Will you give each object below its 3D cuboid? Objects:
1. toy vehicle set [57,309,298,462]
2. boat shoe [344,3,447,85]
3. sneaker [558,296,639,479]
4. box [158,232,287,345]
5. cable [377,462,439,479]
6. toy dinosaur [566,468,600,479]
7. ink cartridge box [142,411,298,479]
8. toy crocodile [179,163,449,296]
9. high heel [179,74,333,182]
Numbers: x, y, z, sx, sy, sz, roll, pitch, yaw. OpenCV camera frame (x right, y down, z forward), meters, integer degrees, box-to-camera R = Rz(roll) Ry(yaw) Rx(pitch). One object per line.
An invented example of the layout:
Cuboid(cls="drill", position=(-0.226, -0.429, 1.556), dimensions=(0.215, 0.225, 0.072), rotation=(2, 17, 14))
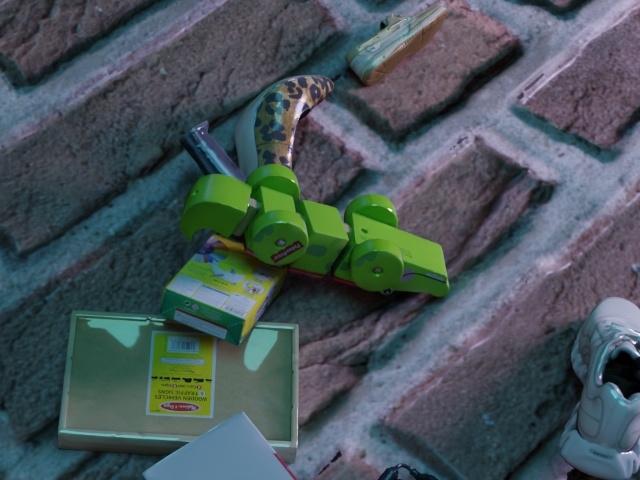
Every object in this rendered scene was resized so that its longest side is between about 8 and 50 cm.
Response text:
Cuboid(cls="toy vehicle set", position=(-0.158, 0.164, 1.815), dimensions=(0.266, 0.035, 0.166), rotation=(4, 53, -4))
Cuboid(cls="boat shoe", position=(0.102, -0.277, 2.157), dimensions=(0.059, 0.063, 0.170), rotation=(42, 60, 16))
Cuboid(cls="sneaker", position=(0.343, 0.143, 1.814), dimensions=(0.110, 0.118, 0.292), rotation=(14, 33, 4))
Cuboid(cls="box", position=(-0.108, 0.050, 1.872), dimensions=(0.105, 0.043, 0.179), rotation=(21, 31, 9))
Cuboid(cls="cable", position=(0.107, 0.329, 1.714), dimensions=(0.150, 0.047, 0.184), rotation=(-35, 62, -28))
Cuboid(cls="toy dinosaur", position=(0.268, 0.357, 1.709), dimensions=(0.118, 0.064, 0.268), rotation=(18, 54, 29))
Cuboid(cls="ink cartridge box", position=(-0.097, 0.292, 1.641), dimensions=(0.127, 0.176, 0.128), rotation=(-31, 62, -23))
Cuboid(cls="toy crocodile", position=(0.000, 0.000, 1.890), dimensions=(0.340, 0.105, 0.115), rotation=(16, 36, -23))
Cuboid(cls="high heel", position=(-0.036, -0.100, 2.018), dimensions=(0.261, 0.093, 0.186), rotation=(-32, 83, -38))
